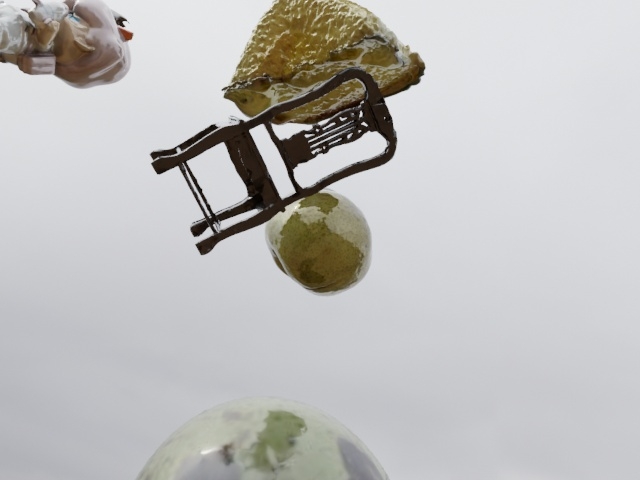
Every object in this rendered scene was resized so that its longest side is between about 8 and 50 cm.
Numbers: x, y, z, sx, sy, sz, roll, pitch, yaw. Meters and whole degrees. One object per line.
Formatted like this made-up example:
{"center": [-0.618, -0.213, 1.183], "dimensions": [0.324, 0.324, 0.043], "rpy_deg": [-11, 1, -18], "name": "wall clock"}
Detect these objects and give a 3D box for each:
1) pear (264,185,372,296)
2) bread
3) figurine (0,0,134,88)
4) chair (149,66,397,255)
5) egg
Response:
{"center": [0.000, 0.000, 0.770], "dimensions": [0.167, 0.137, 0.167], "rpy_deg": [53, -11, 15], "name": "pear"}
{"center": [-0.003, -0.251, 0.725], "dimensions": [0.252, 0.132, 0.174], "rpy_deg": [-14, -10, 34], "name": "bread"}
{"center": [-0.304, -0.236, 0.645], "dimensions": [0.137, 0.229, 0.111], "rpy_deg": [15, -70, 19], "name": "figurine"}
{"center": [-0.049, -0.088, 0.564], "dimensions": [0.229, 0.113, 0.106], "rpy_deg": [-27, -70, -7], "name": "chair"}
{"center": [-0.057, 0.391, 0.610], "dimensions": [0.345, 0.427, 0.345], "rpy_deg": [-11, -35, -8], "name": "egg"}
